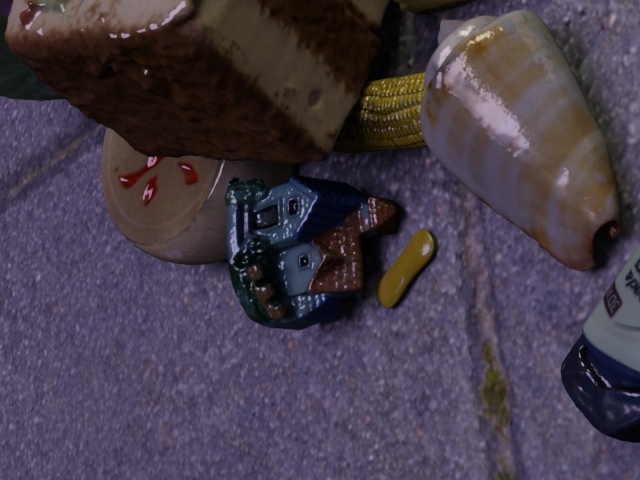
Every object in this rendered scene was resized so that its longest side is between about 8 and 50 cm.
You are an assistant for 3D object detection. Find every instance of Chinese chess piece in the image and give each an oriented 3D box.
[{"bbox_3d":[-0.128,-0.097,1.974,0.250,0.103,0.249,-17,68,47],"label":"Chinese chess piece"}]

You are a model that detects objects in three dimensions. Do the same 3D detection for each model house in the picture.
[{"bbox_3d":[0.000,0.000,1.784,0.149,0.119,0.148,-19,67,40],"label":"model house"}]

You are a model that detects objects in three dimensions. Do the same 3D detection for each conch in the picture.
[{"bbox_3d":[0.157,-0.096,1.581,0.158,0.127,0.255,-54,46,27],"label":"conch"}]

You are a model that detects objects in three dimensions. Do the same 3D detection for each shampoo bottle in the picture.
[{"bbox_3d":[0.313,0.004,1.398,0.359,0.078,0.134,-58,45,25],"label":"shampoo bottle"}]

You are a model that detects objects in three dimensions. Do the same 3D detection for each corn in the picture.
[{"bbox_3d":[0.063,-0.118,1.759,0.203,0.072,0.072,-2,80,53],"label":"corn"}]

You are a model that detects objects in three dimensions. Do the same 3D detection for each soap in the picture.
[{"bbox_3d":[0.079,0.027,1.748,0.089,0.012,0.034,-56,43,28],"label":"soap"}]

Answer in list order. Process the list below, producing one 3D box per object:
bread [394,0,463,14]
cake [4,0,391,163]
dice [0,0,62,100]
[{"bbox_3d":[0.158,-0.330,1.720,0.178,0.135,0.240,4,83,19],"label":"bread"},{"bbox_3d":[-0.103,-0.236,1.752,0.256,0.282,0.290,3,64,39],"label":"cake"},{"bbox_3d":[-0.318,-0.359,2.099,0.330,0.318,0.322,-28,60,46],"label":"dice"}]
